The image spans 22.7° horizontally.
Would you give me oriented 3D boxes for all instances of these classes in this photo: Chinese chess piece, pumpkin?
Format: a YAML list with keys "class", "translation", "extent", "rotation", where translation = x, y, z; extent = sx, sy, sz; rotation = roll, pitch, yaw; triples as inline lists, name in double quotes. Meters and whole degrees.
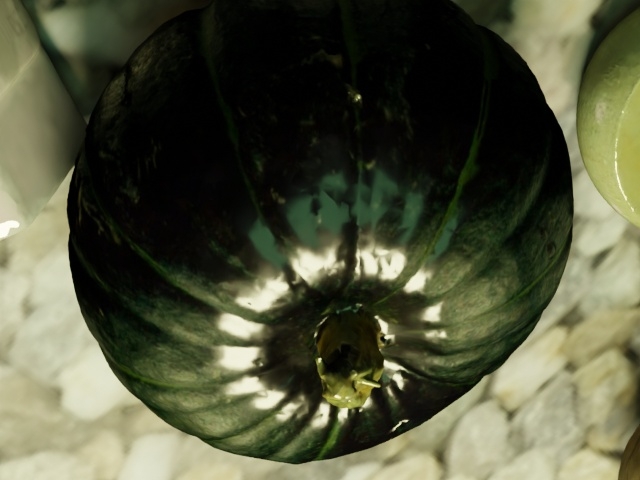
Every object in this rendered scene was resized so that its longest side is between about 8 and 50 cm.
- class: "Chinese chess piece"
  translation: [0.209, -0.069, 0.858]
  extent: [0.144, 0.058, 0.144]
  rotation: [-6, 120, -11]
- class: "pumpkin"
  translation: [0.000, 0.000, 0.758]
  extent: [0.250, 0.216, 0.249]
  rotation: [-4, 133, -4]

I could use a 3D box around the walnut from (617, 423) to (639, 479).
- class: "walnut"
  translation: [0.254, 0.146, 0.934]
  extent: [0.162, 0.140, 0.140]
  rotation: [-19, 120, -15]

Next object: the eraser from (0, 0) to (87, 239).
- class: "eraser"
  translation: [-0.275, -0.150, 0.687]
  extent: [0.213, 0.082, 0.396]
  rotation: [-26, 119, 1]
